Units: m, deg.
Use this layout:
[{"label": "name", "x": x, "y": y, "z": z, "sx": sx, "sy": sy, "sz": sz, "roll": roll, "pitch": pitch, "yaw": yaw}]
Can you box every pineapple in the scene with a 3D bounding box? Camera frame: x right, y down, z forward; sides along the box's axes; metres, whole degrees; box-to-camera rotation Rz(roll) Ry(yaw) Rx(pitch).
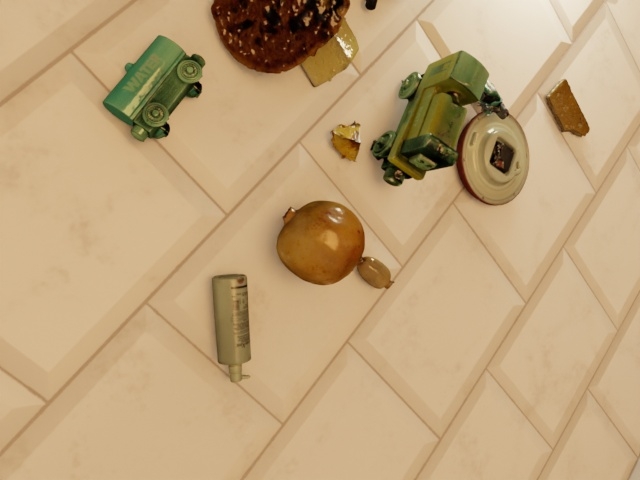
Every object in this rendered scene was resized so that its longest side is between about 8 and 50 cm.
[{"label": "pineapple", "x": 0.088, "y": -0.290, "z": 1.489, "sx": 0.114, "sy": 0.077, "sz": 0.114, "roll": 39, "pitch": 59, "yaw": -29}]

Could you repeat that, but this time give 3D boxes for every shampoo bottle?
[{"label": "shampoo bottle", "x": -0.214, "y": 0.215, "z": 1.312, "sx": 0.085, "sy": 0.085, "sz": 0.262, "roll": -5, "pitch": 94, "yaw": -30}]

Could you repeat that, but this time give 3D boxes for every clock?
[{"label": "clock", "x": 0.577, "y": -0.272, "z": 1.766, "sx": 0.319, "sy": 0.080, "sz": 0.318, "roll": 0, "pitch": 90, "yaw": -30}]

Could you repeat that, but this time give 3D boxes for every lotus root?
[{"label": "lotus root", "x": 0.157, "y": 0.095, "z": 1.538, "sx": 0.150, "sy": 0.062, "sz": 0.073, "roll": 38, "pitch": 73, "yaw": -24}]

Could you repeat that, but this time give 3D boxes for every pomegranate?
[{"label": "pomegranate", "x": 0.004, "y": 0.006, "z": 1.361, "sx": 0.233, "sy": 0.233, "sz": 0.233, "roll": -1, "pitch": 91, "yaw": -30}]

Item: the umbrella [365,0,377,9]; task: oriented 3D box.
[{"label": "umbrella", "x": 0.172, "y": -0.773, "z": 1.539, "sx": 0.053, "sy": 0.052, "sz": 0.250, "roll": 27, "pitch": 75, "yaw": -54}]

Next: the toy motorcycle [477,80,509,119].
[{"label": "toy motorcycle", "x": 0.528, "y": -0.449, "z": 1.708, "sx": 0.100, "sy": 0.058, "sz": 0.173, "roll": -10, "pitch": 60, "yaw": -32}]

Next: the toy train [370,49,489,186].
[{"label": "toy train", "x": 0.302, "y": -0.337, "z": 1.507, "sx": 0.160, "sy": 0.253, "sz": 0.397, "roll": 30, "pitch": 75, "yaw": -26}]

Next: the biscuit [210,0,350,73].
[{"label": "biscuit", "x": -0.097, "y": -0.570, "z": 1.300, "sx": 0.334, "sy": 0.081, "sz": 0.289, "roll": -27, "pitch": 104, "yaw": 9}]

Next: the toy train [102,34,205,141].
[{"label": "toy train", "x": -0.371, "y": -0.346, "z": 1.214, "sx": 0.159, "sy": 0.101, "sz": 0.248, "roll": 36, "pitch": 72, "yaw": -9}]

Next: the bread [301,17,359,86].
[{"label": "bread", "x": -0.006, "y": -0.565, "z": 1.453, "sx": 0.240, "sy": 0.135, "sz": 0.178, "roll": 53, "pitch": 33, "yaw": -19}]

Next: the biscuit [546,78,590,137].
[{"label": "biscuit", "x": 0.913, "y": -0.467, "z": 1.989, "sx": 0.131, "sy": 0.026, "sz": 0.237, "roll": -45, "pitch": 112, "yaw": -20}]
